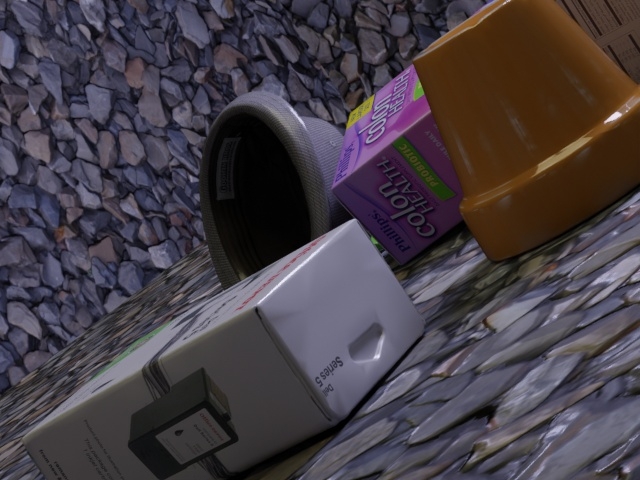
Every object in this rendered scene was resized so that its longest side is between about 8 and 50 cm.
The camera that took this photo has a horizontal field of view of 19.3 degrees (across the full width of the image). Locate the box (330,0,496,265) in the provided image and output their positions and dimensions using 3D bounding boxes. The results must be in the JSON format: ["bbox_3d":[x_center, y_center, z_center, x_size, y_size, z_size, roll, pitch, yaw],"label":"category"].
[{"bbox_3d":[0.146,-0.126,1.993,0.243,0.117,0.213,-39,16,22],"label":"box"}]

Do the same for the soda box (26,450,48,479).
[{"bbox_3d":[-0.209,0.192,1.887,0.183,0.063,0.058,-30,7,34],"label":"soda box"}]

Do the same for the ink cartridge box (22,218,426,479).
[{"bbox_3d":[-0.076,0.114,1.529,0.273,0.115,0.198,-30,6,32],"label":"ink cartridge box"}]

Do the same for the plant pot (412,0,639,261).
[{"bbox_3d":[0.183,-0.115,1.644,0.205,0.188,0.205,-33,5,3],"label":"plant pot"}]

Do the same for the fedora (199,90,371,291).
[{"bbox_3d":[-0.025,-0.034,2.086,0.124,0.275,0.244,-6,-32,-35],"label":"fedora"}]

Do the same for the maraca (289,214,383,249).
[{"bbox_3d":[0.000,0.000,2.216,0.185,0.099,0.127,-4,29,23],"label":"maraca"}]

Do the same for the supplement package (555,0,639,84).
[{"bbox_3d":[0.364,-0.254,1.763,0.199,0.198,0.262,-38,8,-38],"label":"supplement package"}]
